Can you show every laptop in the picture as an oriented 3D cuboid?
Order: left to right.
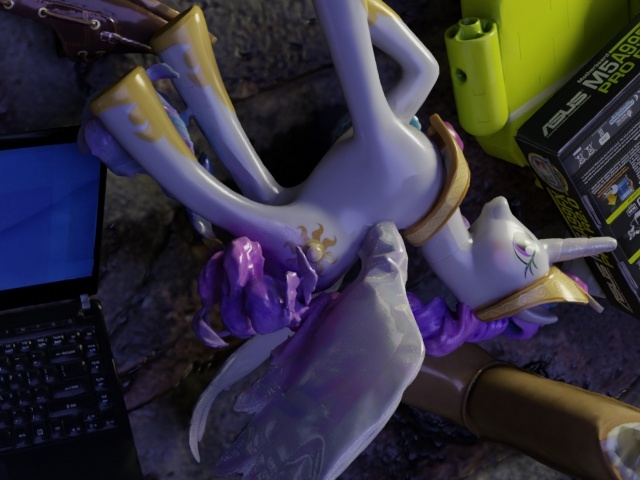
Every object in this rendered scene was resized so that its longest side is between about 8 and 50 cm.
[{"bbox_3d":[-0.243,0.076,1.025,0.234,0.136,0.264,-9,75,-25],"label":"laptop"}]

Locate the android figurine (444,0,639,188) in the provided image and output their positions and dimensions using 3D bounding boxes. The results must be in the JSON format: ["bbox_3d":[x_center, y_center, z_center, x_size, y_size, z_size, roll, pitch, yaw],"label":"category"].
[{"bbox_3d":[0.194,-0.173,1.221,0.248,0.056,0.272,-33,129,-32],"label":"android figurine"}]

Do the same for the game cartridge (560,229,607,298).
[{"bbox_3d":[0.359,-0.029,1.345,0.294,0.060,0.196,9,101,-35],"label":"game cartridge"}]

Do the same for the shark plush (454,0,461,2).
[{"bbox_3d":[0.166,-0.262,1.237,0.161,0.073,0.067,-21,76,-17],"label":"shark plush"}]

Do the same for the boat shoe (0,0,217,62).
[{"bbox_3d":[-0.178,-0.167,1.065,0.207,0.073,0.073,25,89,-21],"label":"boat shoe"}]

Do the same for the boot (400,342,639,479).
[{"bbox_3d":[0.153,0.126,1.170,0.236,0.269,0.089,23,87,-29],"label":"boot"}]

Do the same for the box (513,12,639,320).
[{"bbox_3d":[0.311,-0.094,1.218,0.270,0.060,0.216,-44,127,-9],"label":"box"}]

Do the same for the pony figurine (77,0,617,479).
[{"bbox_3d":[0.000,0.000,1.041,0.351,0.303,0.363,-39,107,-5],"label":"pony figurine"}]
